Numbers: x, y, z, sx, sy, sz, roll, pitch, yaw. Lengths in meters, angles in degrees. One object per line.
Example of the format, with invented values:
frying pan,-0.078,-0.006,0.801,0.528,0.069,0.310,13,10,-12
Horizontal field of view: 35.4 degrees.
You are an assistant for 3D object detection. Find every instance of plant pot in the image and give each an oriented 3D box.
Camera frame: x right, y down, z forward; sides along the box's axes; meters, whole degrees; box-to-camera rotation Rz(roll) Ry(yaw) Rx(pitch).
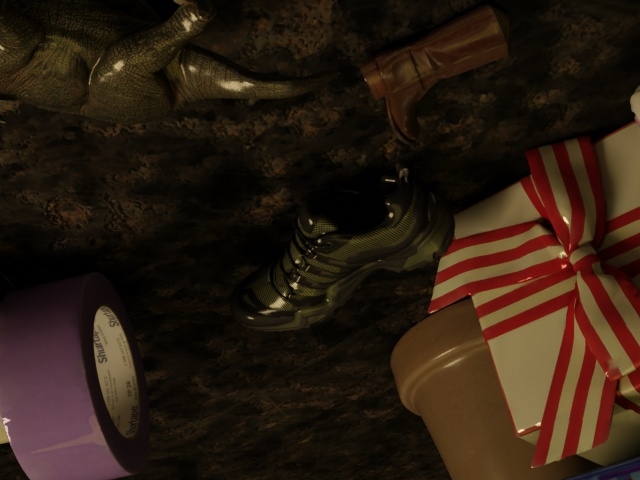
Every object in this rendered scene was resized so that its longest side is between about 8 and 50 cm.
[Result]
plant pot,0.228,0.214,1.158,0.263,0.229,0.263,-8,150,-5

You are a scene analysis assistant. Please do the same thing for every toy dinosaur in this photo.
toy dinosaur,-0.151,-0.125,0.631,0.313,0.121,0.160,-5,160,-18

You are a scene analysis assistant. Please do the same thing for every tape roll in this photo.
tape roll,-0.222,0.128,0.914,0.080,0.189,0.189,-13,149,4

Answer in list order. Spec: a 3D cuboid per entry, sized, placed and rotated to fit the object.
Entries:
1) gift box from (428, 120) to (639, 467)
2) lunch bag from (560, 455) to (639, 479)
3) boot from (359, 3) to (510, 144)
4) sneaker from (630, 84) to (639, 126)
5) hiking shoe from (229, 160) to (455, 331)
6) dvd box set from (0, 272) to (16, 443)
gift box,0.265,0.069,0.913,0.276,0.255,0.258,-32,145,20
lunch bag,0.370,0.233,0.925,0.293,0.138,0.221,-28,155,-4
boot,0.099,-0.125,0.759,0.114,0.037,0.106,-24,149,12
sneaker,0.393,-0.136,0.790,0.305,0.114,0.152,-5,130,-11
hiking shoe,0.000,0.000,0.899,0.227,0.086,0.114,-29,131,17
dvd box set,-0.471,0.145,0.984,0.420,0.062,0.307,-13,148,4
